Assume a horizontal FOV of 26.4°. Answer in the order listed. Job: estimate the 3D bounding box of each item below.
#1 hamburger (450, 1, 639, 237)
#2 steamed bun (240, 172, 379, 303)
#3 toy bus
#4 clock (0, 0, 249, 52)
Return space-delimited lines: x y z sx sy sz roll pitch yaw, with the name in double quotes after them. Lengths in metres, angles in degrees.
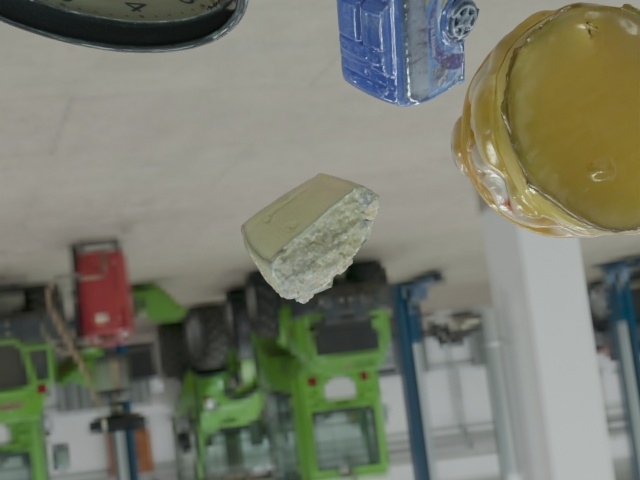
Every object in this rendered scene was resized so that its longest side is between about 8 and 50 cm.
0.280 -0.128 1.554 0.276 0.276 0.237 -5 180 -15 "hamburger"
0.000 0.000 2.272 0.225 0.170 0.200 -36 -150 -8 "steamed bun"
0.054 -0.208 0.972 0.094 0.236 0.079 -29 -136 -28 "toy bus"
-0.237 -0.289 1.234 0.386 0.076 0.386 12 163 4 "clock"
